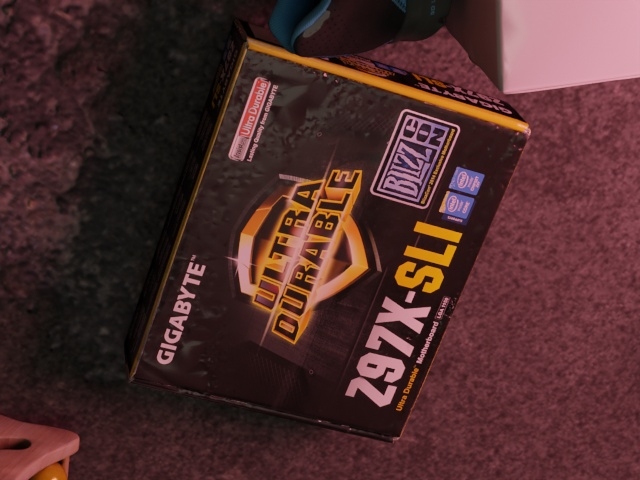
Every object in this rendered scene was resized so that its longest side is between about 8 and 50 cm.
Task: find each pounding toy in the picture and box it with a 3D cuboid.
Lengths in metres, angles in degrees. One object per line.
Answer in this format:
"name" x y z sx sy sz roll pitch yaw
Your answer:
"pounding toy" -0.298 0.207 1.208 0.154 0.269 0.154 20 116 25

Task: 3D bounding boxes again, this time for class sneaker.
"sneaker" 0.015 -0.295 1.088 0.140 0.125 0.340 -20 117 -23

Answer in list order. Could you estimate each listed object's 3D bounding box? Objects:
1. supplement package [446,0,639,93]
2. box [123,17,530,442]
"supplement package" 0.192 -0.283 1.113 0.175 0.177 0.292 -8 116 -7
"box" 0.000 0.000 1.265 0.257 0.079 0.322 15 111 -18
